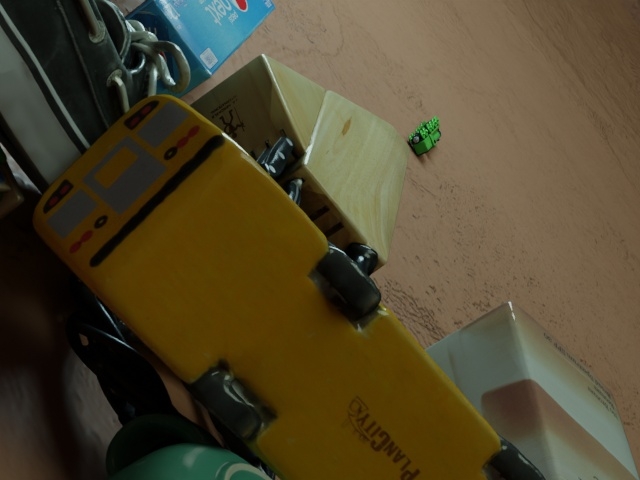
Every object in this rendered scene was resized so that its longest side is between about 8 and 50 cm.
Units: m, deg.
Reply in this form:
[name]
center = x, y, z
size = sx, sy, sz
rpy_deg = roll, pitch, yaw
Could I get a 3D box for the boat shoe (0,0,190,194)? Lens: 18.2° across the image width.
[boat shoe]
center = -0.135, -0.089, 1.104
size = 0.113, 0.105, 0.306
rpy_deg = 44, -11, 36

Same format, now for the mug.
[mug]
center = -0.068, 0.157, 1.015
size = 0.157, 0.097, 0.129
rpy_deg = 60, 21, 10

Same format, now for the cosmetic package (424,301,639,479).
[cosmetic package]
center = 0.148, 0.207, 1.376
size = 0.153, 0.129, 0.296
rpy_deg = 41, 25, -37

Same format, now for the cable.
[cable]
center = -0.081, 0.086, 1.166
size = 0.184, 0.047, 0.150
rpy_deg = 53, 21, -7

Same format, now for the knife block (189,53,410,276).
[knife block]
center = 0.000, 0.000, 1.418
size = 0.276, 0.088, 0.242
rpy_deg = 24, 38, -56

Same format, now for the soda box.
[soda box]
center = -0.099, -0.153, 1.448
size = 0.067, 0.071, 0.210
rpy_deg = 54, 21, -9

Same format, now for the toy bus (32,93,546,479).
[toy bus]
center = -0.005, 0.076, 1.097
size = 0.332, 0.108, 0.130
rpy_deg = 49, -7, -34

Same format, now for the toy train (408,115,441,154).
[toy train]
center = 0.101, -0.099, 1.892
size = 0.023, 0.017, 0.083
rpy_deg = 64, 20, -7

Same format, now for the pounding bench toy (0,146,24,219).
[pounding bench toy]
center = -0.189, -0.039, 1.061
size = 0.065, 0.083, 0.052
rpy_deg = 11, 48, -61
